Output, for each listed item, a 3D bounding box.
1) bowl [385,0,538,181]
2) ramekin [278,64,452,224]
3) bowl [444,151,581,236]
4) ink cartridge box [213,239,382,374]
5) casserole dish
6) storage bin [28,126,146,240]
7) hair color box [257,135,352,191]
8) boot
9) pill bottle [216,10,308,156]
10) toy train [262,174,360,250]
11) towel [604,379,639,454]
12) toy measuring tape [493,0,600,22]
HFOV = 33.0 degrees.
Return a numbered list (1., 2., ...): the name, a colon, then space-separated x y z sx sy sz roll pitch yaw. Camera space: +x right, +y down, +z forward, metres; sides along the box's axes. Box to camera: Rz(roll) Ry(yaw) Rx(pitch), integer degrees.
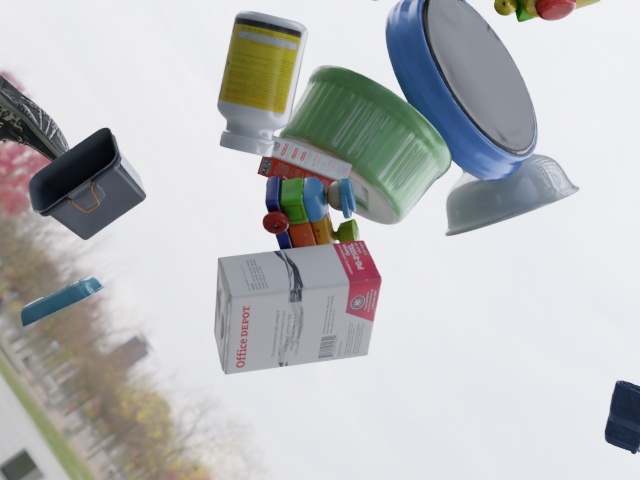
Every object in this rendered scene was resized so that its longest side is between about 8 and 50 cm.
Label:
1. bowl: 0.276 -0.300 2.032 0.077 0.391 0.391 -29 -82 33
2. ramekin: 0.069 -0.161 1.939 0.303 0.148 0.303 34 -12 8
3. bowl: 0.381 -0.117 2.265 0.298 0.297 0.134 166 -96 -74
4. ink cartridge box: -0.040 0.103 1.664 0.100 0.237 0.172 -113 -157 -45
5. casserole dish: -0.512 0.115 2.128 0.037 0.188 0.114 64 13 -5
6. storage bin: -0.295 -0.063 1.411 0.091 0.135 0.098 49 10 -43
7. hair color box: -0.025 -0.116 1.757 0.141 0.072 0.043 21 -57 0
8. boot: -0.604 -0.193 2.018 0.236 0.178 0.085 45 17 -26
9. pill bottle: -0.083 -0.210 1.462 0.103 0.103 0.184 24 -77 62
10. toy train: 0.000 0.000 1.738 0.105 0.143 0.248 -87 166 -45
11. towel: 0.500 0.286 1.755 0.067 0.029 0.120 21 -57 32
12. toy measuring tape: 0.455 -0.458 1.853 0.121 0.330 0.121 -16 90 -77
